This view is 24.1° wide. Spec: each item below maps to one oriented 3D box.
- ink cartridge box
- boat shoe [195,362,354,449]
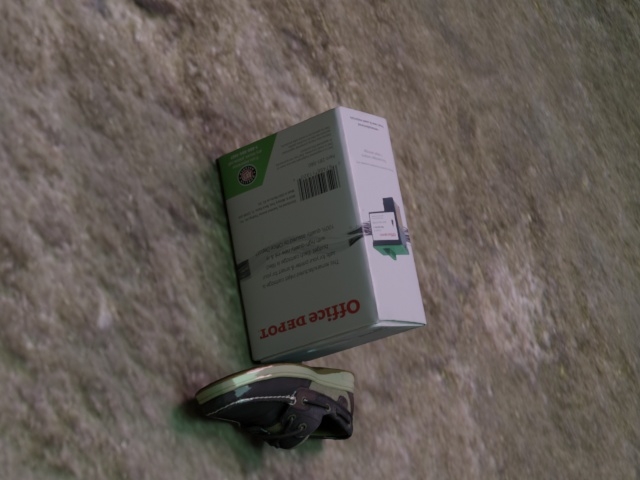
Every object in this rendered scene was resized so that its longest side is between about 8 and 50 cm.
[{"bbox_3d":[0.000,0.000,1.481,0.092,0.160,0.219,8,68,-53],"label":"ink cartridge box"},{"bbox_3d":[-0.031,0.162,1.425,0.223,0.080,0.073,8,61,-58],"label":"boat shoe"}]
